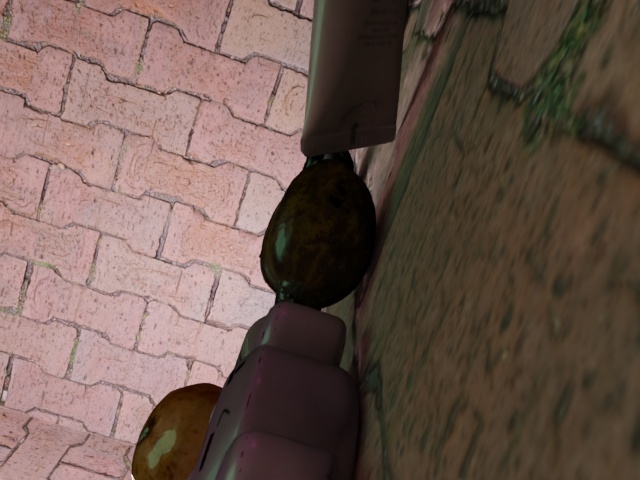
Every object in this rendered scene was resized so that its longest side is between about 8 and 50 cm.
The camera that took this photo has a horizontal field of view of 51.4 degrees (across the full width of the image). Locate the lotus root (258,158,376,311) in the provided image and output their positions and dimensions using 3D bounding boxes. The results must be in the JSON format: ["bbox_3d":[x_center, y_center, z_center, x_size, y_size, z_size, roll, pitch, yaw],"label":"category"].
[{"bbox_3d":[0.000,0.000,0.683,0.120,0.120,0.210,113,173,-54],"label":"lotus root"}]

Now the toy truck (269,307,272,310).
[{"bbox_3d":[-0.084,0.207,1.236,0.088,0.074,0.202,105,-179,-55],"label":"toy truck"}]

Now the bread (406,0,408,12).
[{"bbox_3d":[0.097,-0.404,1.193,0.183,0.101,0.337,112,173,-52],"label":"bread"}]

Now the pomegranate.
[{"bbox_3d":[-0.162,0.317,0.973,0.215,0.215,0.216,-162,90,-86],"label":"pomegranate"}]

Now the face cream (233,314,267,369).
[{"bbox_3d":[-0.058,0.152,0.903,0.252,0.101,0.101,115,171,-61],"label":"face cream"}]

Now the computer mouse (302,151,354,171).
[{"bbox_3d":[0.003,-0.067,1.077,0.137,0.096,0.233,-69,-4,-49],"label":"computer mouse"}]

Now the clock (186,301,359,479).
[{"bbox_3d":[-0.064,0.232,0.538,0.295,0.113,0.322,-80,9,-66],"label":"clock"}]

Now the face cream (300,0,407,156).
[{"bbox_3d":[0.044,-0.244,0.678,0.089,0.143,0.315,23,119,44],"label":"face cream"}]
